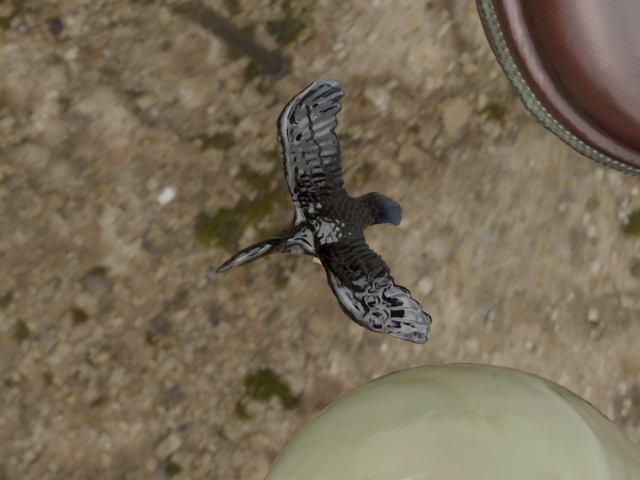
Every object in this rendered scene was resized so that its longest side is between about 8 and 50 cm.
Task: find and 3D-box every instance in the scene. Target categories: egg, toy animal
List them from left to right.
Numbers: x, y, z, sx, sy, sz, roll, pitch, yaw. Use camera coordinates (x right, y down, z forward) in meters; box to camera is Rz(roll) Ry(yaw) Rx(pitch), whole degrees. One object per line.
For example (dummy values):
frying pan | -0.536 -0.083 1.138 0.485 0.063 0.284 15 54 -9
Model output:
toy animal | -0.002 0.003 1.633 0.197 0.160 0.272 -25 85 11
egg | 0.100 0.229 1.049 0.283 0.283 0.345 -10 151 18

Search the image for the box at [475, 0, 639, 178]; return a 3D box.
box | 0.242 -0.156 0.621 0.404 0.108 0.263 -5 98 -15
